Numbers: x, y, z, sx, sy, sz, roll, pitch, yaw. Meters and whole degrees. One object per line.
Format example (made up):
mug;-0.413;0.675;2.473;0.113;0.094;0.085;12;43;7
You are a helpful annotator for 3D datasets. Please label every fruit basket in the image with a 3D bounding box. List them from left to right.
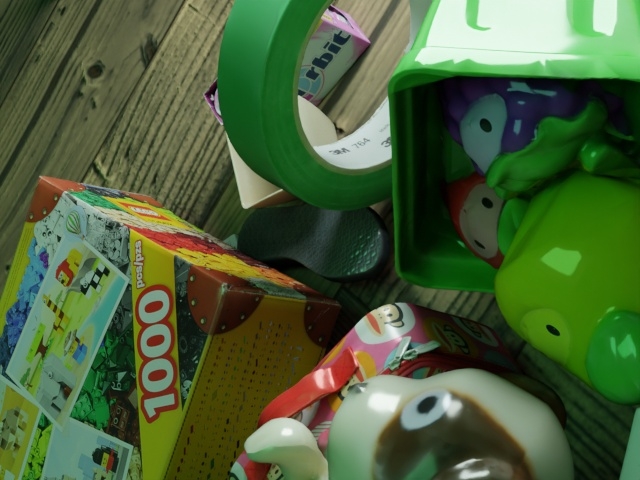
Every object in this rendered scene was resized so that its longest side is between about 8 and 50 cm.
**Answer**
fruit basket;0.202;-0.021;1.375;0.282;0.392;0.392;4;79;7

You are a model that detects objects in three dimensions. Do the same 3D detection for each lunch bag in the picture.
lunch bag;0.051;0.196;1.534;0.293;0.258;0.120;-51;45;21

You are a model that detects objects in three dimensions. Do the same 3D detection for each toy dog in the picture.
toy dog;0.075;0.298;1.300;0.395;0.284;0.408;25;117;20

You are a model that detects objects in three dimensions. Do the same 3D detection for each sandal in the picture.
sandal;0.000;-0.001;1.782;0.254;0.054;0.097;9;77;52

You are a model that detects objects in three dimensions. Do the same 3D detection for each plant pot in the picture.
plant pot;-0.033;-0.100;1.795;0.109;0.096;0.109;-24;71;33

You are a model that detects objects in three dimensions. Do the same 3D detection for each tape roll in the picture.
tape roll;0.039;-0.192;1.610;0.077;0.321;0.321;29;98;41

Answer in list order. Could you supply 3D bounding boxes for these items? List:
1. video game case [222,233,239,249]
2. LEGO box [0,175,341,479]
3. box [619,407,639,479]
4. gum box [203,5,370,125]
video game case;-0.121;0.064;1.888;0.087;0.011;0.122;-34;58;30
LEGO box;-0.236;0.225;1.793;0.372;0.193;0.500;26;101;42
box;0.344;0.335;1.268;0.168;0.215;0.345;12;87;42
gum box;-0.038;-0.210;1.827;0.188;0.107;0.062;-48;52;20
